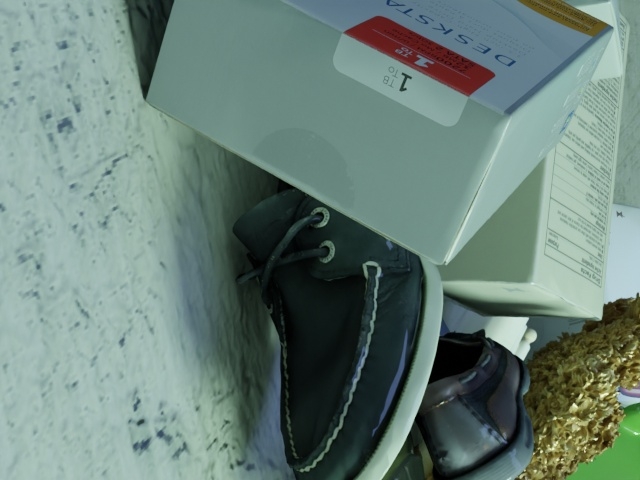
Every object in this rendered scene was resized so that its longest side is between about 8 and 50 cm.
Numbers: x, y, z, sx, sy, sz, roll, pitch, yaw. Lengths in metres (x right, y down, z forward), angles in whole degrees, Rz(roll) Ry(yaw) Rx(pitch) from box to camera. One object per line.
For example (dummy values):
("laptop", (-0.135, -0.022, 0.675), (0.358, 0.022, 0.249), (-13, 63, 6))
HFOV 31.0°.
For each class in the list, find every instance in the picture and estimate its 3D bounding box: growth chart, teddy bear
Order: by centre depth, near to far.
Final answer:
("teddy bear", (0.204, 0.156, 1.077), (0.113, 0.338, 0.245), (49, 1, -4))
("growth chart", (0.158, 0.089, 1.177), (0.172, 0.021, 0.237), (-49, 134, -25))

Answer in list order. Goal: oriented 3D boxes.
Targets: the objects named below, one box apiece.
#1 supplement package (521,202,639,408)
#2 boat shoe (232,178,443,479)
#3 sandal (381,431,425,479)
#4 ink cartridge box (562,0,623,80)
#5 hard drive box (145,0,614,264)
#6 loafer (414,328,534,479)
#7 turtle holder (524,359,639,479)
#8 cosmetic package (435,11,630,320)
("supplement package", (0.353, 0.101, 1.533), (0.204, 0.145, 0.262), (-27, -120, 60))
("boat shoe", (0.002, -0.002, 0.702), (0.113, 0.127, 0.340), (29, 49, -20))
("sandal", (0.035, 0.201, 0.800), (0.303, 0.086, 0.120), (23, 57, -86))
("ink cartridge box", (0.172, -0.229, 0.936), (0.127, 0.128, 0.176), (45, 41, -63))
("hard drive box", (0.045, -0.100, 0.651), (0.232, 0.181, 0.089), (-40, 156, -58))
("loafer", (0.113, 0.115, 0.966), (0.095, 0.109, 0.302), (57, 7, -8))
("turtle holder", (0.280, 0.302, 1.331), (0.243, 0.320, 0.227), (-41, 166, -31))
("cosmetic package", (0.186, -0.086, 1.056), (0.153, 0.129, 0.296), (27, 68, -50))
